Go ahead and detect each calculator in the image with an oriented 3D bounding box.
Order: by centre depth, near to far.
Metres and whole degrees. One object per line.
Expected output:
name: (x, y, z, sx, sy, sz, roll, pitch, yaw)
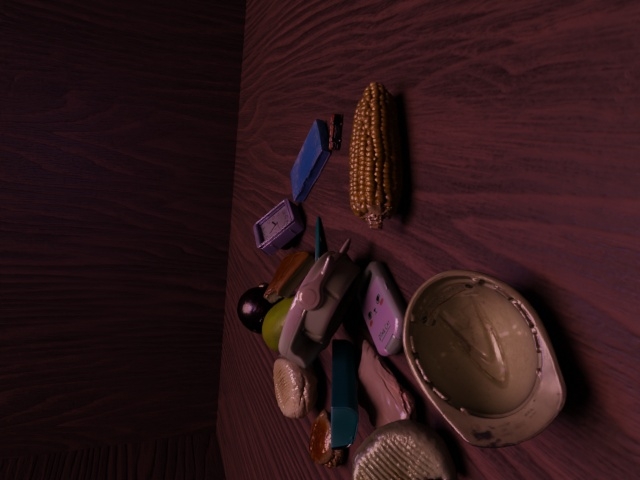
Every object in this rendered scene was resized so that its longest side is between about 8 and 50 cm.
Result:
calculator: (0.148, 0.161, 1.082, 0.246, 0.045, 0.141, -110, 30, -45)

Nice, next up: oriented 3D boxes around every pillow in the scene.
pillow: (0.145, 0.378, 1.043, 0.270, 0.067, 0.174, -135, 51, -64)

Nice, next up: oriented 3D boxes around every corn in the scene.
corn: (0.130, -0.195, 1.046, 0.130, 0.130, 0.348, 158, 115, -67)

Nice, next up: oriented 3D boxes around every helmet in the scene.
helmet: (0.254, 0.179, 0.692, 0.204, 0.137, 0.258, -33, 57, 17)

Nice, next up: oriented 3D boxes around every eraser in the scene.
eraser: (-0.041, -0.279, 1.597, 0.312, 0.042, 0.144, 125, 142, -54)

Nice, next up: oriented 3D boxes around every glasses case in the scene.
glasses case: (0.059, 0.374, 1.121, 0.301, 0.070, 0.117, -88, -2, -73)

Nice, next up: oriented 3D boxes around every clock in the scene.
clock: (0.014, 0.156, 1.176, 0.108, 0.265, 0.325, 28, 121, 16)
clock: (-0.164, -0.051, 1.721, 0.193, 0.073, 0.145, -38, 42, 16)

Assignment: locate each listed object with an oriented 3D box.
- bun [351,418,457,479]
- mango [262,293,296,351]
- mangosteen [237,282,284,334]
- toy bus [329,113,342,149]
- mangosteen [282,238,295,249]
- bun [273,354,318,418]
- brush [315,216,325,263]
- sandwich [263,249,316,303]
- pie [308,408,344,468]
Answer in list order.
bun: (0.169, 0.463, 0.866, 0.212, 0.126, 0.204, -38, 64, 10)
mango: (-0.095, 0.280, 1.523, 0.343, 0.155, 0.193, -41, 29, 55)
mangosteen: (-0.232, 0.269, 1.862, 0.250, 0.211, 0.211, -67, 1, -45)
toy bus: (0.047, -0.340, 1.395, 0.043, 0.031, 0.110, -147, 60, -73)
mangosteen: (-0.141, -0.004, 1.784, 0.081, 0.080, 0.081, -178, 90, -68)
bun: (-0.073, 0.482, 1.497, 0.220, 0.134, 0.221, 4, 95, 62)
brush: (0.000, 0.000, 1.497, 0.043, 0.032, 0.194, 114, 162, -53)
sandwich: (-0.130, 0.132, 1.596, 0.212, 0.063, 0.245, -50, 13, -18)
pie: (0.014, 0.602, 1.347, 0.193, 0.078, 0.163, 127, 144, -59)
